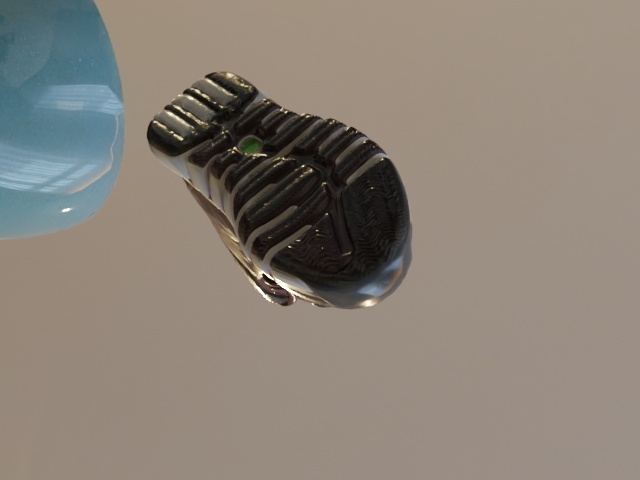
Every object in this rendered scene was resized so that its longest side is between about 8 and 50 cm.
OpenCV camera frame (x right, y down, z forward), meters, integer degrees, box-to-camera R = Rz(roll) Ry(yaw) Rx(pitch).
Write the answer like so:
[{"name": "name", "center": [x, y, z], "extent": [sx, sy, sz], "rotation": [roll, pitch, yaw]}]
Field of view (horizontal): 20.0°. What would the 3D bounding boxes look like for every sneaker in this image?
[{"name": "sneaker", "center": [0.000, 0.000, 1.190], "extent": [0.106, 0.162, 0.281], "rotation": [-36, -143, -8]}]

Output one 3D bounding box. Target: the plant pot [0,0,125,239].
[{"name": "plant pot", "center": [-0.338, -0.122, 1.581], "extent": [0.290, 0.195, 0.290], "rotation": [21, -59, 40]}]
